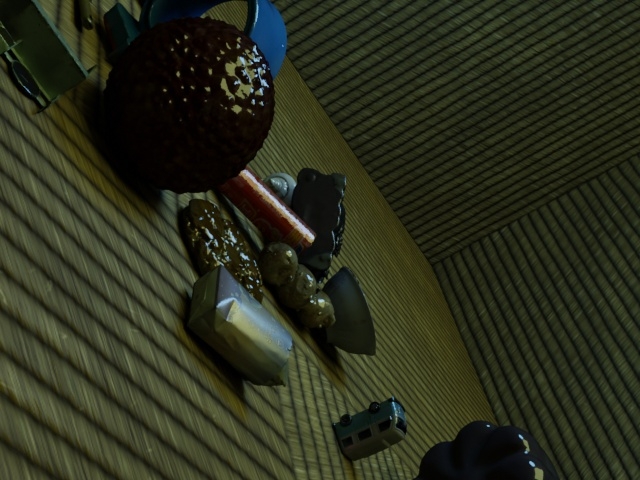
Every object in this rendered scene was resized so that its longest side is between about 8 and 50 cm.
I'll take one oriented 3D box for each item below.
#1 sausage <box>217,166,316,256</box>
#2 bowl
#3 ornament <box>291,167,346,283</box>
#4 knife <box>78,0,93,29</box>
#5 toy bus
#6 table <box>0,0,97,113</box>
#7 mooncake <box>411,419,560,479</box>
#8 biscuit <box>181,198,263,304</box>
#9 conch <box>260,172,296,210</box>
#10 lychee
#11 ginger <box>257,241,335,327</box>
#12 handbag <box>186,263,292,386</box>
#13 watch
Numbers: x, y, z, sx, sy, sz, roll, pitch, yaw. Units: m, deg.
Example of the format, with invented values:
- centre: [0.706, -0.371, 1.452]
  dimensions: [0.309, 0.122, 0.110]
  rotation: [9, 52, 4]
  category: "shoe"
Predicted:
- centre: [-0.124, -0.079, 1.738]
  dimensions: [0.274, 0.074, 0.074]
  rotation: [46, 14, -12]
  category: "sausage"
- centre: [0.036, 0.152, 1.853]
  dimensions: [0.189, 0.086, 0.189]
  rotation: [163, -90, -76]
  category: "bowl"
- centre: [0.000, 0.000, 1.943]
  dimensions: [0.260, 0.106, 0.251]
  rotation: [77, 24, -64]
  category: "ornament"
- centre: [-0.404, -0.428, 1.598]
  dimensions: [0.047, 0.017, 0.298]
  rotation: [53, 9, -41]
  category: "knife"
- centre: [0.092, 0.332, 1.623]
  dimensions: [0.060, 0.123, 0.075]
  rotation: [48, 20, -47]
  category: "toy bus"
- centre: [-0.370, -0.259, 1.213]
  dimensions: [0.146, 0.062, 0.175]
  rotation: [57, 9, -20]
  category: "table"
- centre: [0.296, 0.484, 1.719]
  dimensions: [0.154, 0.306, 0.306]
  rotation: [50, 15, -32]
  category: "mooncake"
- centre: [-0.153, 0.026, 1.511]
  dimensions: [0.226, 0.042, 0.226]
  rotation: [57, 10, -16]
  category: "biscuit"
- centre: [-0.082, -0.082, 1.966]
  dimensions: [0.176, 0.104, 0.094]
  rotation: [42, 43, -65]
  category: "conch"
- centre: [-0.194, -0.202, 1.376]
  dimensions: [0.260, 0.261, 0.260]
  rotation: [57, 12, -18]
  category: "lychee"
- centre: [-0.047, 0.085, 1.736]
  dimensions: [0.204, 0.080, 0.104]
  rotation: [53, 0, -38]
  category: "ginger"
- centre: [-0.113, 0.132, 1.318]
  dimensions: [0.173, 0.095, 0.117]
  rotation: [47, 22, -24]
  category: "handbag"
- centre: [-0.192, -0.318, 1.597]
  dimensions: [0.305, 0.274, 0.241]
  rotation: [59, 9, 22]
  category: "watch"
